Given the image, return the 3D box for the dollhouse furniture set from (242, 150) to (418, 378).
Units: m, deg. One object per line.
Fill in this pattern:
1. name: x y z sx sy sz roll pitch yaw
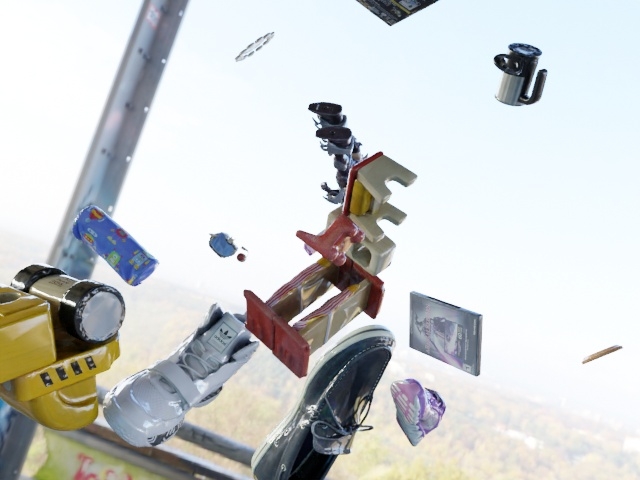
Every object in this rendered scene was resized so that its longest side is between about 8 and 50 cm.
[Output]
1. dollhouse furniture set: 0.001 0.030 1.085 0.152 0.201 0.374 40 -34 25

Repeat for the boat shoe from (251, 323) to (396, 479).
1. boat shoe: 0.023 0.402 1.525 0.187 0.500 0.156 21 20 -41

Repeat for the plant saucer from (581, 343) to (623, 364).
1. plant saucer: 0.550 0.222 1.331 0.084 0.013 0.083 -19 -17 -6

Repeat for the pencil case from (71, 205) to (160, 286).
1. pencil case: -0.671 0.023 2.207 0.306 0.133 0.119 40 18 5

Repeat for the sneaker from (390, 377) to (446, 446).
1. sneaker: 0.214 0.347 1.441 0.095 0.105 0.236 59 -10 36

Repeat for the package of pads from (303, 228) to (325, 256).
1. package of pads: 0.000 0.000 1.593 0.032 0.083 0.050 52 -13 10

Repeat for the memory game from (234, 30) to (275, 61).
1. memory game: -0.244 -0.722 2.543 0.012 0.186 0.186 55 -11 -6

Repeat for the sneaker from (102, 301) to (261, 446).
1. sneaker: -0.239 0.229 1.247 0.137 0.210 0.366 41 14 10

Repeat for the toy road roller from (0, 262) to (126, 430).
1. toy road roller: -0.460 0.186 1.034 0.203 0.240 0.330 11 17 37

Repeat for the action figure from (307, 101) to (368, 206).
1. action figure: 0.047 -0.187 1.538 0.099 0.185 0.285 -3 -30 12

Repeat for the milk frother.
1. milk frother: 0.461 -0.393 1.651 0.143 0.134 0.129 -3 38 -13

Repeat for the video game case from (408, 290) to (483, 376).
1. video game case: 0.377 0.280 2.081 0.026 0.195 0.274 -15 21 -38

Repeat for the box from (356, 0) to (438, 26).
1. box: 0.141 -0.723 1.698 0.395 0.097 0.318 27 -17 -28

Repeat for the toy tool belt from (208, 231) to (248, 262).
1. toy tool belt: -0.187 0.014 1.361 0.083 0.052 0.051 38 -2 9
